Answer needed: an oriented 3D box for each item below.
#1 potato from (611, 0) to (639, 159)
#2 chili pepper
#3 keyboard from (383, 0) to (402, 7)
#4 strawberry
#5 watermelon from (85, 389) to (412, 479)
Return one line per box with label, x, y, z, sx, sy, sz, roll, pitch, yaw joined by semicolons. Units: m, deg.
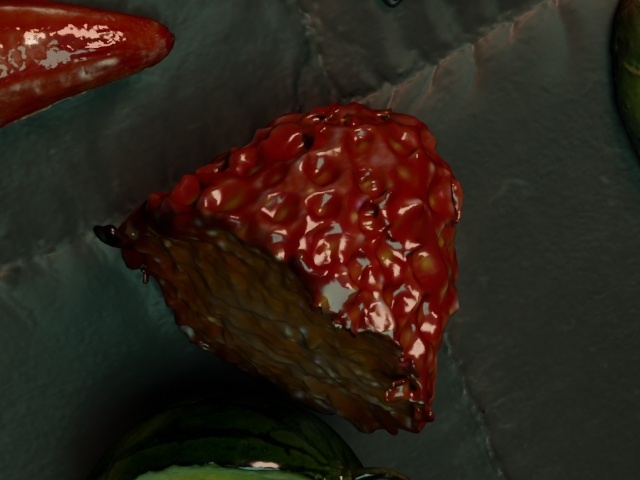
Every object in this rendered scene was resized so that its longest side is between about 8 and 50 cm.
potato;0.269;-0.099;0.893;0.119;0.054;0.198;-16;114;-11
chili pepper;-0.168;-0.106;0.770;0.168;0.065;0.088;-14;115;-13
keyboard;0.017;-0.216;0.802;0.053;0.010;0.155;-42;115;5
strawberry;0.000;0.000;0.816;0.234;0.234;0.178;47;63;-25
watermelon;-0.057;0.174;0.864;0.204;0.127;0.232;30;122;-25
